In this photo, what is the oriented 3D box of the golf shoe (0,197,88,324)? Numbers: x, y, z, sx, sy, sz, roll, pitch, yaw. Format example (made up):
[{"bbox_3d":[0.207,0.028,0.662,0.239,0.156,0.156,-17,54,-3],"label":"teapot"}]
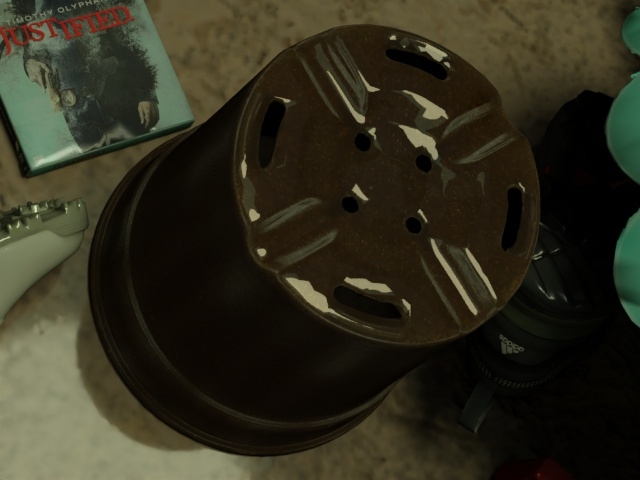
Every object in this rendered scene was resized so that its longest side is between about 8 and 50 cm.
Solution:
[{"bbox_3d":[-0.165,0.046,0.492,0.176,0.069,0.086,-32,108,-23],"label":"golf shoe"}]

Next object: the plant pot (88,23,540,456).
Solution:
[{"bbox_3d":[0.000,0.000,0.503,0.167,0.165,0.167,6,73,-20],"label":"plant pot"}]

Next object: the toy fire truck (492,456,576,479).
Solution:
[{"bbox_3d":[0.118,0.178,0.561,0.135,0.047,0.192,43,65,-6],"label":"toy fire truck"}]

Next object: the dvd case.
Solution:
[{"bbox_3d":[-0.122,-0.098,0.569,0.087,0.013,0.119,-20,81,-25],"label":"dvd case"}]

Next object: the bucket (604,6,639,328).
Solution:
[{"bbox_3d":[0.253,0.003,0.505,0.281,0.183,0.281,21,65,-55],"label":"bucket"}]

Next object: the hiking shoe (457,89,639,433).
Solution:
[{"bbox_3d":[0.122,0.003,0.598,0.086,0.114,0.227,37,37,12],"label":"hiking shoe"}]
